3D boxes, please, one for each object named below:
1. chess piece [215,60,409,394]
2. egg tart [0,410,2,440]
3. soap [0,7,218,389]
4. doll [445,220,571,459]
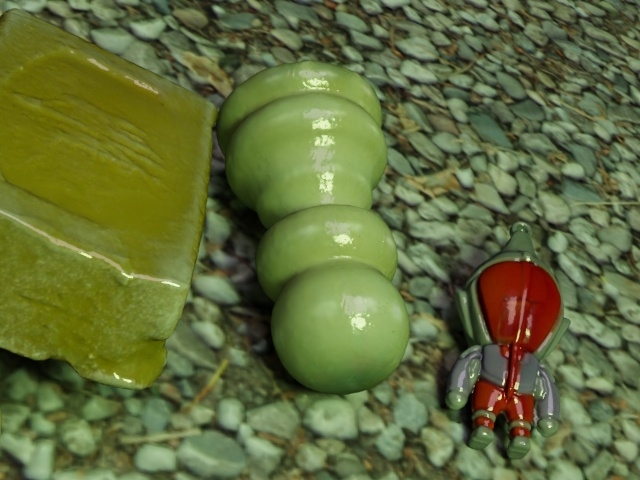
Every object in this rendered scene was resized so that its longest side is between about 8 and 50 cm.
[{"bbox_3d":[0.000,0.000,0.909,0.145,0.144,0.251,9,52,-26],"label":"chess piece"},{"bbox_3d":[-0.316,0.093,0.643,0.279,0.095,0.278,17,39,-14],"label":"egg tart"},{"bbox_3d":[-0.174,-0.043,0.802,0.199,0.091,0.315,24,24,-13],"label":"soap"},{"bbox_3d":[0.160,0.073,0.977,0.102,0.075,0.227,15,52,-6],"label":"doll"}]
